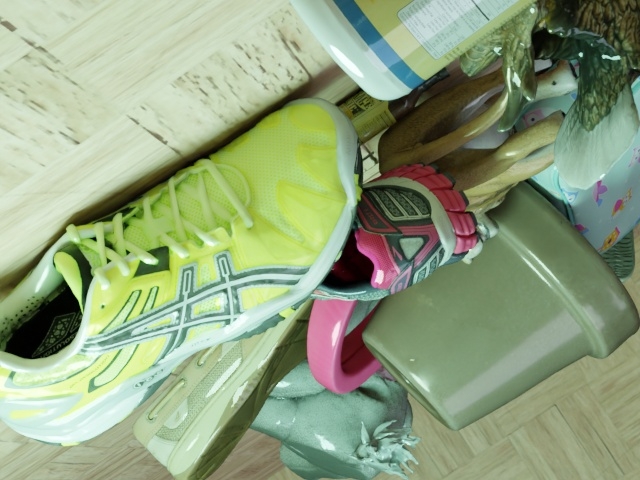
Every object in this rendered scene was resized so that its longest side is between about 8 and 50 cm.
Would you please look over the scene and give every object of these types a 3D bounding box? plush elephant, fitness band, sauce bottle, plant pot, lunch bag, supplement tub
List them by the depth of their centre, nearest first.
[{"bbox_3d":[0.076,-0.193,1.069,0.200,0.144,0.144,-36,168,12],"label":"supplement tub"},{"bbox_3d":[0.053,-0.119,1.577,0.128,0.042,0.042,-35,168,4],"label":"sauce bottle"},{"bbox_3d":[0.310,-0.112,1.944,0.224,0.108,0.279,-47,153,-6],"label":"lunch bag"},{"bbox_3d":[0.175,0.078,1.954,0.229,0.263,0.263,-45,170,-5],"label":"plant pot"},{"bbox_3d":[0.068,0.053,2.031,0.291,0.054,0.209,-41,152,-50],"label":"fitness band"},{"bbox_3d":[0.039,0.153,2.254,0.330,0.272,0.255,3,-117,51],"label":"plush elephant"}]

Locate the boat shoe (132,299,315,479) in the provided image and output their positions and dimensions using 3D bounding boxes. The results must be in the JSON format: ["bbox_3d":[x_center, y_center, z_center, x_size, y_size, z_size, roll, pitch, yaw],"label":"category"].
[{"bbox_3d":[-0.086,0.112,2.011,0.341,0.110,0.121,-53,161,6],"label":"boat shoe"}]

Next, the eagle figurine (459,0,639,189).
[{"bbox_3d":[0.251,-0.205,1.398,0.298,0.226,0.225,-22,145,-24],"label":"eagle figurine"}]

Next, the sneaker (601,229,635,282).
[{"bbox_3d":[0.371,-0.033,2.464,0.083,0.222,0.118,15,157,-18],"label":"sneaker"}]

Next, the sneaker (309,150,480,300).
[{"bbox_3d":[0.000,0.000,1.591,0.112,0.121,0.299,-32,-169,-35],"label":"sneaker"}]

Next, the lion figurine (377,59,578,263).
[{"bbox_3d":[0.127,-0.084,1.679,0.240,0.142,0.392,-23,166,14],"label":"lion figurine"}]

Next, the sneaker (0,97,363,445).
[{"bbox_3d":[-0.126,0.024,1.460,0.385,0.145,0.147,-42,151,5],"label":"sneaker"}]
